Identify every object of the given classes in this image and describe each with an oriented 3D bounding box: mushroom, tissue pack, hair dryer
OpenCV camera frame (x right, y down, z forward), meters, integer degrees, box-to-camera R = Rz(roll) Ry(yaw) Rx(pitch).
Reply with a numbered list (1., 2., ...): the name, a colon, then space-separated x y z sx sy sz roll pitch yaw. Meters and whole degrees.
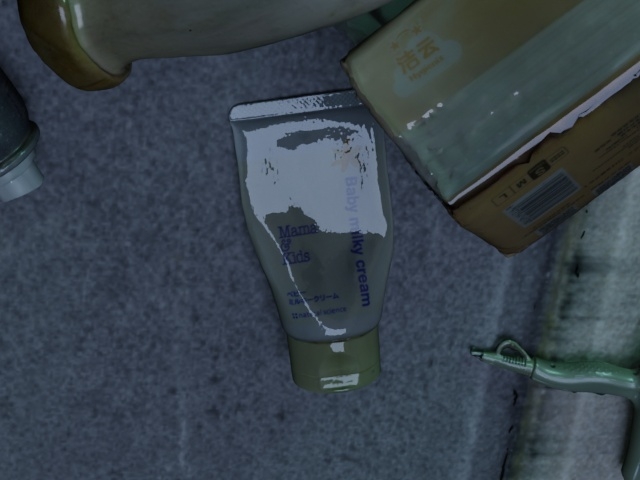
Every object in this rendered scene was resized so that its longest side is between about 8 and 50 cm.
1. mushroom: -0.032 -0.187 1.016 0.350 0.128 0.128 -16 123 18
2. tissue pack: 0.170 -0.167 1.079 0.305 0.238 0.238 -37 120 9
3. hair dryer: 0.227 0.144 1.340 0.199 0.067 0.167 -5 126 3

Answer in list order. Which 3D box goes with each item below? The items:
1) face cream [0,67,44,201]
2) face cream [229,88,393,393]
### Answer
1. face cream: -0.271 -0.139 1.054 0.073 0.073 0.283 -29 121 5
2. face cream: 0.000 0.000 1.204 0.114 0.070 0.224 -8 111 -7
